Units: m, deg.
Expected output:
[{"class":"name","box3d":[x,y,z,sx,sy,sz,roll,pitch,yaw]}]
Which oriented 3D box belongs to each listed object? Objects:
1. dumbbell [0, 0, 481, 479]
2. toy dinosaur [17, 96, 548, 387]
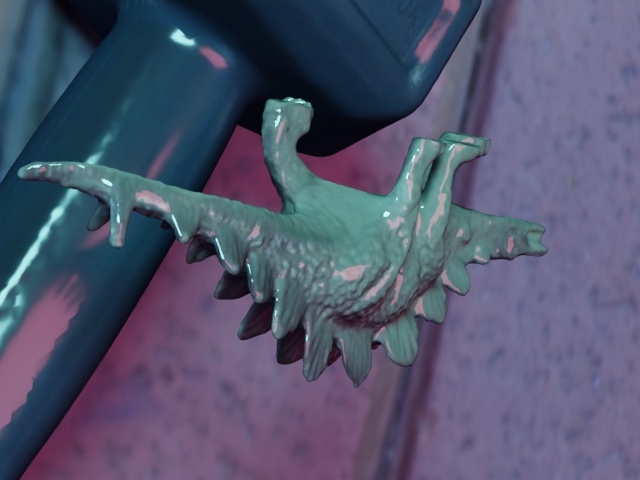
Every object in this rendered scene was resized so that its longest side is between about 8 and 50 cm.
[{"class":"dumbbell","box3d":[-0.081,0.005,0.552,0.316,0.156,0.143,-60,163,-18]},{"class":"toy dinosaur","box3d":[0.001,0.000,0.506,0.209,0.039,0.082,9,95,-46]}]
